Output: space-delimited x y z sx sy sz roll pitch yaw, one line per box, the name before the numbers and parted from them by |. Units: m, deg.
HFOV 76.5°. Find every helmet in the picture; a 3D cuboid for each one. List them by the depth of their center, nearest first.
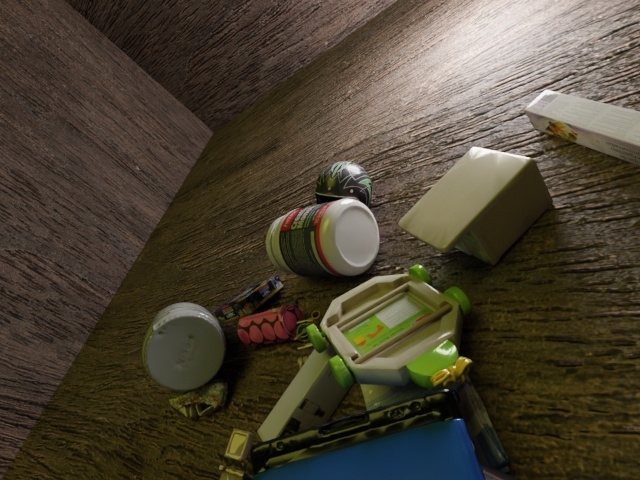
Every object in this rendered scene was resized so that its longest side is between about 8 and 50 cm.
helmet | 0.065 -0.142 1.136 0.170 0.161 0.169 -8 38 6

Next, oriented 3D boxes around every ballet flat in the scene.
ballet flat | -0.347 0.451 1.132 0.241 0.091 0.077 -30 61 35

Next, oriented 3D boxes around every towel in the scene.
towel | 0.170 0.289 0.700 0.209 0.034 0.285 -39 33 18

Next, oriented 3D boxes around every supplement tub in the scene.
supplement tub | 0.000 0.000 1.073 0.272 0.191 0.191 -7 51 48

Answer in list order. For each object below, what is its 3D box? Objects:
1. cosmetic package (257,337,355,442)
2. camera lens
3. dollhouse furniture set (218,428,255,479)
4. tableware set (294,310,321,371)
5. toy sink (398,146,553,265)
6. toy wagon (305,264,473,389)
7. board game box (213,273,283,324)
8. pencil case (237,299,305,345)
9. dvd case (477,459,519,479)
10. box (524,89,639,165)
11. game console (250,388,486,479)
cosmetic package | -0.014 0.322 0.834 0.239 0.099 0.060 -55 34 -8
camera lens | -0.391 0.296 1.166 0.219 0.219 0.274 -58 16 -14
dollhouse furniture set | -0.119 0.500 0.812 0.161 0.101 0.181 3 54 23
tableware set | -0.012 0.237 0.956 0.104 0.024 0.154 -18 46 13
toy sink | 0.303 -0.050 0.806 0.234 0.131 0.153 -45 31 -3
toy wagon | 0.135 0.165 0.721 0.267 0.068 0.344 -28 24 -11
board game box | -0.211 0.174 1.209 0.141 0.048 0.170 -25 6 32
pencil case | -0.139 0.227 1.091 0.209 0.098 0.095 -23 40 37
dvd case | 0.216 0.338 0.465 0.221 0.165 0.018 9 107 43
box | 0.527 -0.214 0.767 0.067 0.063 0.324 -45 31 10
game console | 0.067 0.322 0.541 0.293 0.250 0.173 -21 65 12
